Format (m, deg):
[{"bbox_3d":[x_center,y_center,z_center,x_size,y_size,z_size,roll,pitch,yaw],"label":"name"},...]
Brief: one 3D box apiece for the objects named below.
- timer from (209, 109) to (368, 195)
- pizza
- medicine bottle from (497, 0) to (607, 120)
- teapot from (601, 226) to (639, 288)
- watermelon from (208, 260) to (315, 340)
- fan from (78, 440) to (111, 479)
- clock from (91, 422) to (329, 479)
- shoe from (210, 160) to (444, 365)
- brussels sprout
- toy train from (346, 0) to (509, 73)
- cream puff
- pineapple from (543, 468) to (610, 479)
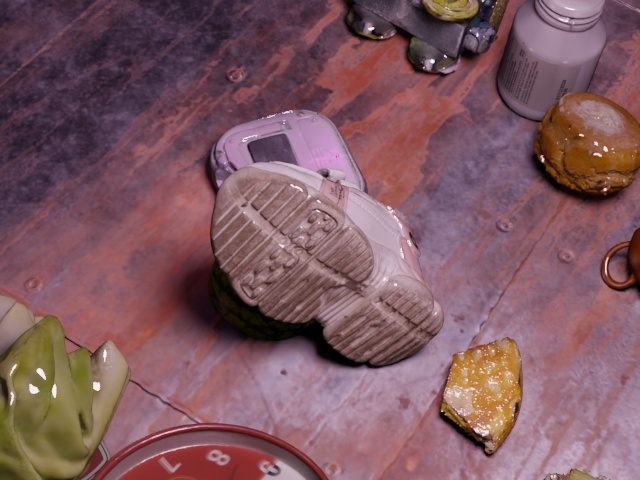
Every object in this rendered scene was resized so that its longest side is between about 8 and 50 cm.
[{"bbox_3d":[-0.043,-0.084,1.803,0.191,0.069,0.208,-17,59,-15],"label":"timer"},{"bbox_3d":[0.203,0.188,1.655,0.099,0.036,0.160,14,53,3],"label":"pizza"},{"bbox_3d":[0.336,-0.284,1.899,0.135,0.215,0.135,3,54,-5],"label":"medicine bottle"},{"bbox_3d":[0.460,0.037,1.761,0.173,0.116,0.116,-5,50,23],"label":"teapot"},{"bbox_3d":[-0.087,0.062,1.691,0.163,0.069,0.087,39,60,18],"label":"watermelon"},{"bbox_3d":[-0.309,0.273,1.549,0.132,0.009,0.220,-12,56,-12],"label":"fan"},{"bbox_3d":[-0.123,0.333,1.471,0.318,0.080,0.318,3,38,-2],"label":"clock"},{"bbox_3d":[-0.003,0.001,1.634,0.172,0.351,0.198,-33,39,19],"label":"shoe"},{"bbox_3d":[-0.448,0.206,1.395,0.425,0.342,0.361,18,82,11],"label":"brussels sprout"},{"bbox_3d":[0.158,-0.365,1.992,0.261,0.134,0.177,33,49,15],"label":"toy train"},{"bbox_3d":[0.376,-0.128,1.854,0.150,0.115,0.165,-2,45,-16],"label":"cream puff"},{"bbox_3d":[0.294,0.344,1.531,0.250,0.140,0.164,5,11,-22],"label":"pineapple"}]
